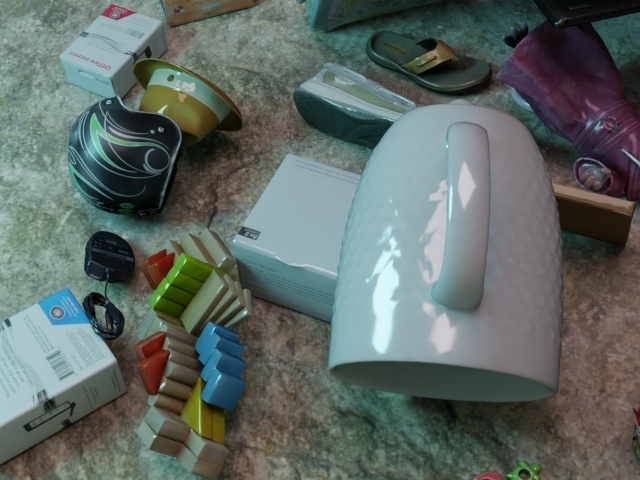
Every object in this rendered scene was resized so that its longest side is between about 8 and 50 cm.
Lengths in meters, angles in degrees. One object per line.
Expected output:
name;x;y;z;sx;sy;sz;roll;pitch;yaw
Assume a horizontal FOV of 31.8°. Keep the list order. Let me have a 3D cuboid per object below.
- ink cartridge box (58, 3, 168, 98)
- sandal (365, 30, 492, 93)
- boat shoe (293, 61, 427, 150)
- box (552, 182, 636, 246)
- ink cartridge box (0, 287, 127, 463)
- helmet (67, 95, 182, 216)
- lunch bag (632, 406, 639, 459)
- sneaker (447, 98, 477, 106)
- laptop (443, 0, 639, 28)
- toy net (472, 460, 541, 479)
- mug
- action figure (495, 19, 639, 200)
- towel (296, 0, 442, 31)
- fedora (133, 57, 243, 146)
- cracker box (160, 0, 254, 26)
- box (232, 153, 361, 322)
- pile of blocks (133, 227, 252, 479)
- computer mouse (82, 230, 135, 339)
ink cartridge box;-0.342;-0.312;1.868;0.109;0.063;0.150;23;57;20
sandal;0.172;-0.301;1.825;0.219;0.060;0.090;28;59;24
boat shoe;0.109;-0.186;1.708;0.320;0.118;0.103;25;62;29
box;0.328;-0.045;1.554;0.201;0.164;0.021;15;79;15
ink cartridge box;-0.381;0.178;1.472;0.203;0.086;0.148;-29;56;-18
helmet;-0.293;-0.123;1.655;0.162;0.169;0.169;17;53;-5
lunch bag;0.532;0.230;1.355;0.293;0.120;0.258;20;60;20
sneaker;0.254;-0.157;1.685;0.080;0.094;0.212;-23;54;-12
laptop;0.442;-0.391;1.733;0.382;0.236;0.408;-13;47;-9
toy net;0.181;0.338;1.334;0.232;0.045;0.122;-20;53;-11
mug;0.159;0.001;1.334;0.276;0.374;0.328;5;75;4
action figure;0.404;-0.156;1.646;0.248;0.275;0.370;-32;76;-14
towel;0.132;-0.459;1.774;0.321;0.374;0.090;-16;81;-9
fedora;-0.213;-0.196;1.708;0.194;0.194;0.079;22;73;20
cracker box;-0.224;-0.491;1.998;0.156;0.067;0.232;-16;53;-8
box;0.000;0.000;1.564;0.181;0.119;0.182;19;56;17
pile of blocks;-0.175;0.122;1.442;0.149;0.113;0.362;-37;45;30
computer mouse;-0.296;0.065;1.549;0.071;0.041;0.242;18;28;-18
